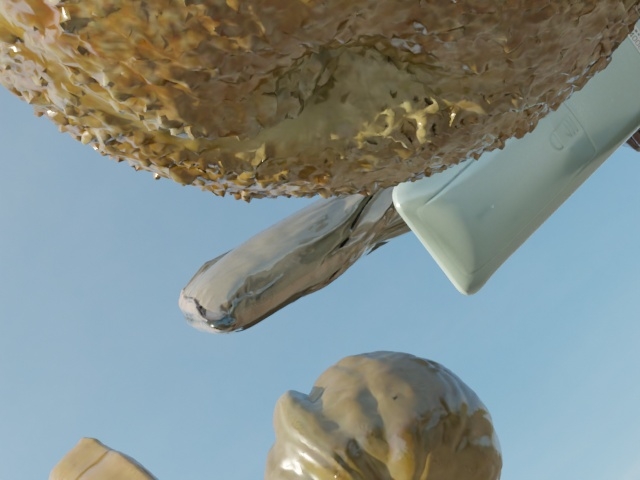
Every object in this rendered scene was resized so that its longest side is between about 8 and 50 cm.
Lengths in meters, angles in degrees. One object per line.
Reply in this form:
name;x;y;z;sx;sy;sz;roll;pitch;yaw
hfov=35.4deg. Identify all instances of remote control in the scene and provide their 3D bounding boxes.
remote control;0.181;-0.086;0.770;0.293;0.103;0.051;-43;13;-20

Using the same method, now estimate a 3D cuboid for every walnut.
walnut;0.066;0.271;1.188;0.285;0.285;0.296;21;-80;-52

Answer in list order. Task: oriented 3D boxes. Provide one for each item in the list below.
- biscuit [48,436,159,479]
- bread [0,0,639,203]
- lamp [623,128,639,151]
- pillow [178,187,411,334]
biscuit;-0.068;0.268;0.677;0.057;0.312;0.351;-37;-21;-25
bread;-0.002;-0.115;0.389;0.306;0.158;0.305;-9;-23;-4
lamp;0.334;-0.202;0.989;0.247;0.247;0.247;-24;-35;-18
pillow;0.000;0.000;0.850;0.270;0.067;0.173;-30;8;-18
